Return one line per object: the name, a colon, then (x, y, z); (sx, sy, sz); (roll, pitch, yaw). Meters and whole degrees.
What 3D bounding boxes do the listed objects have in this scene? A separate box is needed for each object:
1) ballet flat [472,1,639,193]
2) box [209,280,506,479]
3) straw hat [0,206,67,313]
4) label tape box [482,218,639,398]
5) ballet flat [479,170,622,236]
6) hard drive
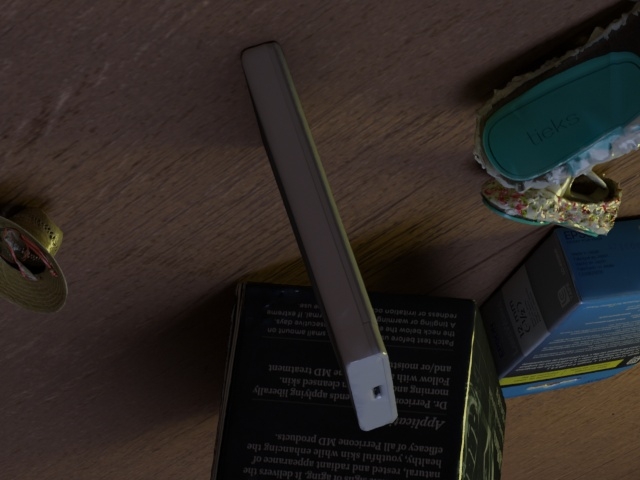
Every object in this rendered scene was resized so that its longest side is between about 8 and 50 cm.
ballet flat: (0.335, -0.175, 1.646); (0.409, 0.147, 0.147); (-23, 157, 21)
box: (0.051, 0.352, 2.056); (0.297, 0.472, 0.480); (5, 161, 12)
straw hat: (-0.282, 0.002, 1.630); (0.061, 0.144, 0.144); (-55, 178, -33)
label tape box: (0.358, 0.094, 2.263); (0.249, 0.115, 0.348); (-7, 157, -24)
ballet flat: (0.265, -0.058, 1.912); (0.241, 0.091, 0.077); (8, 116, -53)
hard drive: (0.000, 0.000, 1.523); (0.040, 0.307, 0.203); (-18, 157, -2)
